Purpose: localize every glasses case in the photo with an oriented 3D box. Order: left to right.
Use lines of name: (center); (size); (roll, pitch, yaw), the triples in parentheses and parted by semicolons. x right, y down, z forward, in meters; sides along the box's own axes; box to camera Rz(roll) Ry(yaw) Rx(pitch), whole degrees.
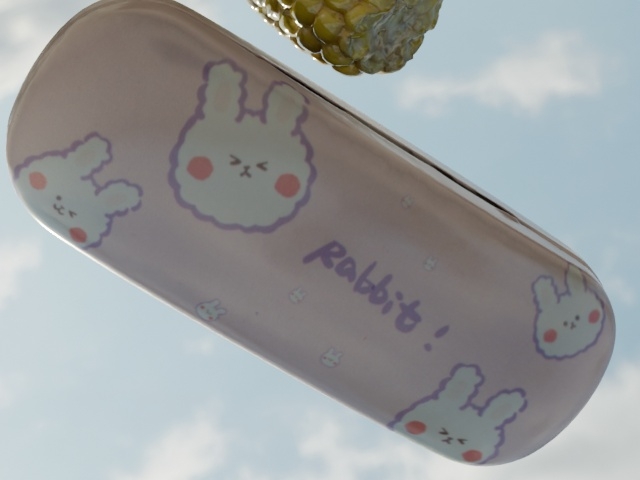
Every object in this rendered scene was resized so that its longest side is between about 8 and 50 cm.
glasses case: (0.000, 0.000, 0.808); (0.113, 0.297, 0.075); (-55, -161, 13)

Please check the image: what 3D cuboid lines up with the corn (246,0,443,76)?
corn: (-0.044, -0.196, 0.854); (0.106, 0.106, 0.305); (-25, -117, -16)
